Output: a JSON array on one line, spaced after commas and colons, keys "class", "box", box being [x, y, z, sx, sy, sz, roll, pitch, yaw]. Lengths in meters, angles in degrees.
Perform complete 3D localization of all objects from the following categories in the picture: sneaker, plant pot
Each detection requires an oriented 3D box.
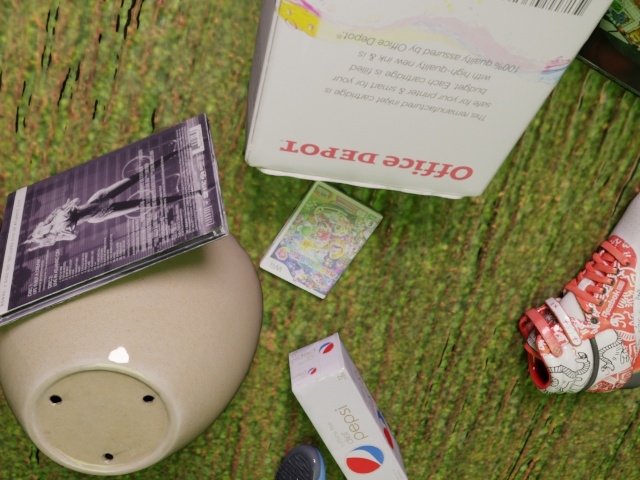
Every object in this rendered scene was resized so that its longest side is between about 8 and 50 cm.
[{"class": "sneaker", "box": [-0.016, 0.363, 0.834, 0.082, 0.069, 0.209, -7, 112, -40]}, {"class": "plant pot", "box": [-0.200, 0.119, 0.615, 0.284, 0.191, 0.283, -2, 117, -4]}, {"class": "sneaker", "box": [0.317, 0.069, 0.700, 0.145, 0.090, 0.269, -5, 119, -6]}]

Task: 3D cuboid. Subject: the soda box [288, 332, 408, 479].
[{"class": "soda box", "box": [0.037, 0.225, 0.756, 0.069, 0.074, 0.216, -25, 116, 6]}]

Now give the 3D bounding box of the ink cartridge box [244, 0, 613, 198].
[{"class": "ink cartridge box", "box": [0.074, -0.186, 0.457, 0.226, 0.131, 0.306, 7, 143, -13]}]

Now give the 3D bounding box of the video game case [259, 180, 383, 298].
[{"class": "video game case", "box": [0.000, 0.000, 0.676, 0.087, 0.011, 0.122, 28, 110, -18]}]

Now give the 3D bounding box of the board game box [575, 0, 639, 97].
[{"class": "board game box", "box": [0.385, -0.192, 0.613, 0.260, 0.030, 0.136, 24, 109, -17]}]

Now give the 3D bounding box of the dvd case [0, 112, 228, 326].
[{"class": "dvd case", "box": [-0.197, -0.025, 0.562, 0.221, 0.164, 0.018, -21, 138, 4]}]

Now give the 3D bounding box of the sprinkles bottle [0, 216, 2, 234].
[{"class": "sprinkles bottle", "box": [-0.495, -0.024, 0.552, 0.356, 0.121, 0.121, 18, 113, -15]}]
